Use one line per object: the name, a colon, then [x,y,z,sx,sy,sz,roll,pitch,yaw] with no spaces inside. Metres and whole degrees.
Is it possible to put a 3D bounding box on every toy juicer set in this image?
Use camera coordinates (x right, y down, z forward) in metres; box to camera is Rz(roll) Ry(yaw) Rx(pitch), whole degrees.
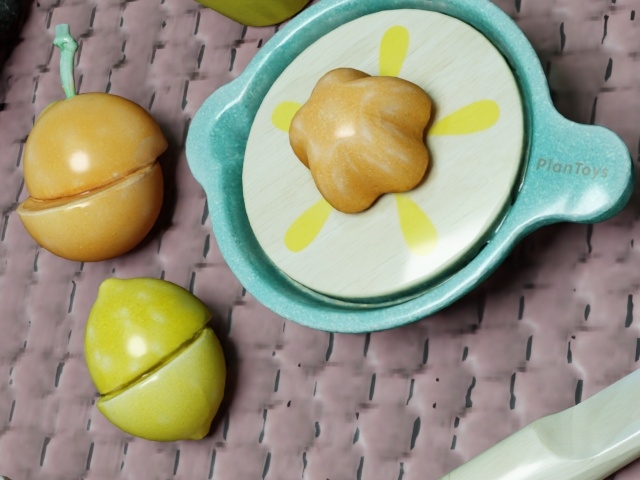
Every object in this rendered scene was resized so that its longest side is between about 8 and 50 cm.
toy juicer set: [0.000,0.000,0.653,0.329,0.089,0.209,41,93,32]

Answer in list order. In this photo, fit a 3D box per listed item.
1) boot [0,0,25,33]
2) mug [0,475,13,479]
boot: [-0.276,-0.035,0.787,0.260,0.131,0.348,-1,70,27]
mug: [-0.136,0.120,0.698,0.078,0.062,0.064,40,85,26]
